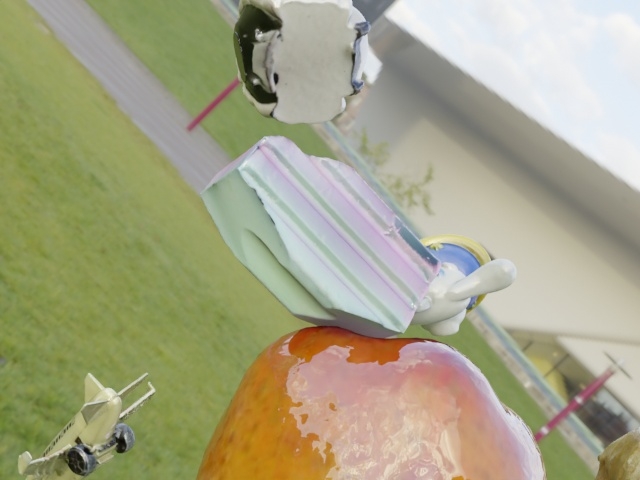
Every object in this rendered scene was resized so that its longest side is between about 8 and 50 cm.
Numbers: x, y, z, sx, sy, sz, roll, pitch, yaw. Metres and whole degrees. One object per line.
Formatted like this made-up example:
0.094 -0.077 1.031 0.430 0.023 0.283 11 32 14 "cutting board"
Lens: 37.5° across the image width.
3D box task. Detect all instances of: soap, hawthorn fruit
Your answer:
0.000 0.000 1.282 0.324 0.192 0.109 46 -39 -17 "soap"
0.061 0.351 1.199 0.472 0.472 0.472 46 3 -3 "hawthorn fruit"

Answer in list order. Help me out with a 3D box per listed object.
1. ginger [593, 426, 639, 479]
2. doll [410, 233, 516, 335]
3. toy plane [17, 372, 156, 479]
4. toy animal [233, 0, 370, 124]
0.345 0.208 0.808 0.122 0.363 0.348 47 19 -1 "ginger"
0.175 0.105 1.643 0.242 0.311 0.159 -104 176 -66 "doll"
-0.321 0.277 1.258 0.104 0.256 0.242 37 30 17 "toy plane"
-0.032 -0.303 1.462 0.156 0.204 0.208 -115 -157 -52 "toy animal"
